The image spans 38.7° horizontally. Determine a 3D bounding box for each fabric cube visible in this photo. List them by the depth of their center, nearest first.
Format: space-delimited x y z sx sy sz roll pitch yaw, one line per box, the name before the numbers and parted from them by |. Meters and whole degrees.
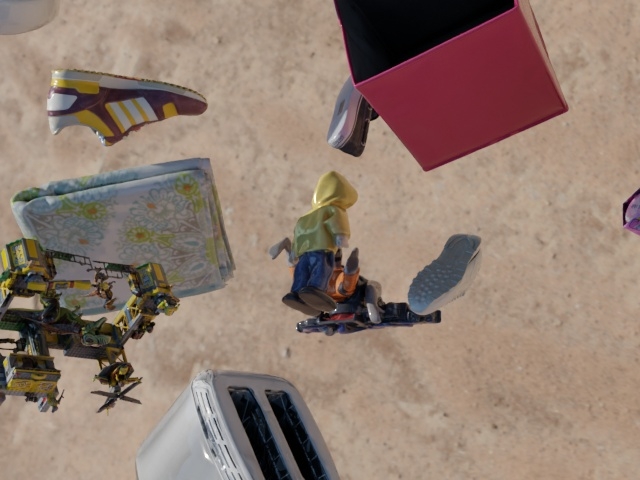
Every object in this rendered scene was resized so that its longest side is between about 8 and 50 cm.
fabric cube | 0.196 -0.310 1.395 0.254 0.258 0.259 -24 55 21

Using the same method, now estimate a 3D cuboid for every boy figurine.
boy figurine | 0.000 0.000 1.755 0.177 0.092 0.285 -25 42 48

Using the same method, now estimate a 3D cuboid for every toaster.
toaster | -0.072 0.222 0.811 0.146 0.129 0.227 -58 40 27

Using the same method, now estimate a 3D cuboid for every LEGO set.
LEGO set | -0.368 0.154 1.396 0.255 0.331 0.192 -44 50 21

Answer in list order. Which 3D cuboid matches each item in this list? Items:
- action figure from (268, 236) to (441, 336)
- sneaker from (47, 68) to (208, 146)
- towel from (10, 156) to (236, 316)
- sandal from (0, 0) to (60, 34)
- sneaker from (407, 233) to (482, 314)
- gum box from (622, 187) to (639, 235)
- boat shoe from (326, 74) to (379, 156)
action figure | 0.087 0.096 1.959 0.341 0.330 0.179 -4 60 21
sneaker | -0.224 -0.149 1.063 0.069 0.185 0.084 -155 72 -64
towel | -0.366 -0.004 1.762 0.374 0.321 0.090 -11 45 -5
sandal | -0.460 -0.319 0.928 0.169 0.416 0.102 -76 3 -62
sneaker | 0.251 0.083 1.773 0.090 0.095 0.235 19 43 33
gum box | 0.582 -0.072 1.444 0.188 0.107 0.062 -54 13 45
boat shoe | 0.076 -0.244 1.689 0.080 0.076 0.229 -38 26 42
